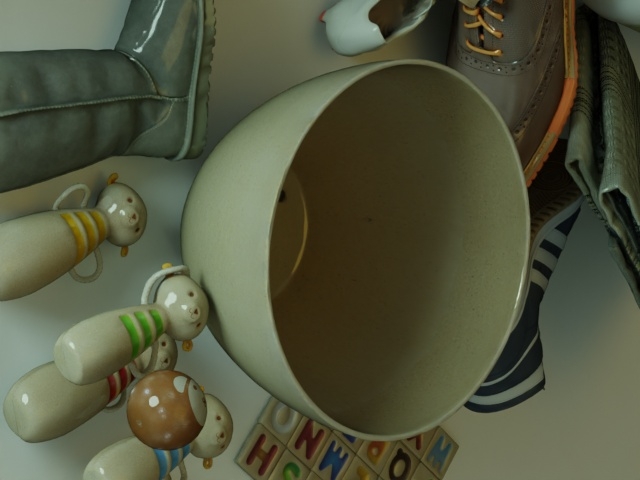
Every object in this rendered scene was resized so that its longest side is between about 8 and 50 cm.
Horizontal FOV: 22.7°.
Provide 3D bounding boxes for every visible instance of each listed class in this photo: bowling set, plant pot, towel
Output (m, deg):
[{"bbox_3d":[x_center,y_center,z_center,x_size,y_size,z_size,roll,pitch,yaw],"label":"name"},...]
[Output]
[{"bbox_3d":[-0.119,0.109,1.143,0.154,0.200,0.287,-25,116,-42],"label":"bowling set"},{"bbox_3d":[0.000,0.000,1.240,0.284,0.191,0.284,-7,100,-44],"label":"plant pot"},{"bbox_3d":[0.308,-0.029,1.539,0.324,0.056,0.312,-82,149,-51],"label":"towel"}]

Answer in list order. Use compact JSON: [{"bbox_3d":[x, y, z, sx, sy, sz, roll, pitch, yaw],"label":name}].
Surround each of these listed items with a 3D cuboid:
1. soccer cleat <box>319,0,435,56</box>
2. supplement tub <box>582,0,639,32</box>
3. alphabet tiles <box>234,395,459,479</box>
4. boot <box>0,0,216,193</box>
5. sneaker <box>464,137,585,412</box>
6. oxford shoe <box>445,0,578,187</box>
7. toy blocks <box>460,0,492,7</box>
[{"bbox_3d":[0.079,-0.222,1.366,0.196,0.076,0.068,-49,126,-28],"label":"soccer cleat"},{"bbox_3d":[0.376,-0.295,1.519,0.325,0.235,0.235,16,85,-37],"label":"supplement tub"},{"bbox_3d":[0.021,0.206,1.416,0.237,0.009,0.198,48,64,-37],"label":"alphabet tiles"},{"bbox_3d":[-0.177,-0.130,1.145,0.208,0.076,0.190,-6,97,-36],"label":"boot"},{"bbox_3d":[0.184,0.035,1.492,0.282,0.099,0.153,-57,147,-41],"label":"sneaker"},{"bbox_3d":[0.151,-0.200,1.383,0.132,0.130,0.364,5,98,-53],"label":"oxford shoe"},{"bbox_3d":[0.046,-0.394,1.223,0.288,0.260,0.309,-54,144,10],"label":"toy blocks"}]
